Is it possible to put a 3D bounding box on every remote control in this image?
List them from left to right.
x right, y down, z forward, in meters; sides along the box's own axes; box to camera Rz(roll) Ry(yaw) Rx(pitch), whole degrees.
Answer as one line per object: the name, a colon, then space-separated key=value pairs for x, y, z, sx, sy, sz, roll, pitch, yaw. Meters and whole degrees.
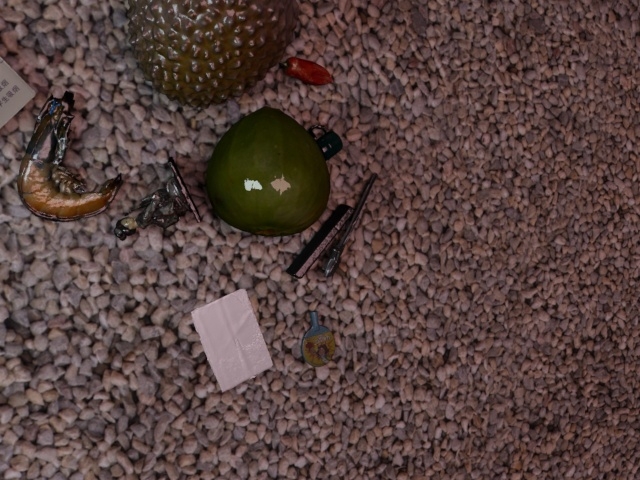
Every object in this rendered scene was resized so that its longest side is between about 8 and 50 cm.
remote control: x=0.000 y=0.000 z=1.829 sx=0.245 sy=0.063 sz=0.025 roll=-52 pitch=124 yaw=-15

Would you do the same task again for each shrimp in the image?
shrimp: x=-0.546 y=-0.180 z=1.557 sx=0.222 sy=0.054 sz=0.291 roll=10 pitch=92 yaw=-25

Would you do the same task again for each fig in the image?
fig: x=-0.123 y=-0.167 z=1.643 sx=0.316 sy=0.316 sz=0.316 roll=-2 pitch=94 yaw=-26

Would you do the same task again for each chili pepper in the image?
chili pepper: x=-0.042 y=-0.436 z=1.789 sx=0.191 sy=0.050 sz=0.059 roll=11 pitch=86 yaw=-38

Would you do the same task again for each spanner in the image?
spanner: x=0.086 y=-0.043 z=1.870 sx=0.026 sy=0.093 sz=0.326 roll=24 pitch=74 yaw=10

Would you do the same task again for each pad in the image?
pad: x=-0.222 y=0.254 z=1.770 sx=0.156 sy=0.004 sz=0.232 roll=-24 pitch=103 yaw=-23

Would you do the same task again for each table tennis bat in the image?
table tennis bat: x=-0.008 y=0.264 z=1.867 sx=0.100 sy=0.019 sz=0.155 roll=-10 pitch=100 yaw=-24

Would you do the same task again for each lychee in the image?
lychee: x=-0.233 y=-0.498 z=1.523 sx=0.380 sy=0.380 sz=0.432 roll=19 pitch=101 yaw=-26

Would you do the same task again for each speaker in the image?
speaker: x=0.009 y=-0.260 z=1.818 sx=0.075 sy=0.060 sz=0.094 roll=-39 pitch=108 yaw=-20

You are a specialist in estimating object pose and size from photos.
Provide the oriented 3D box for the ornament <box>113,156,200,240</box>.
ornament: x=-0.394 y=-0.078 z=1.604 sx=0.196 sy=0.166 sz=0.153 roll=-27 pitch=104 yaw=-6

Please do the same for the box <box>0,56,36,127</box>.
box: x=-0.735 y=-0.342 z=1.415 sx=0.168 sy=0.071 sz=0.259 roll=-49 pitch=125 yaw=-15
